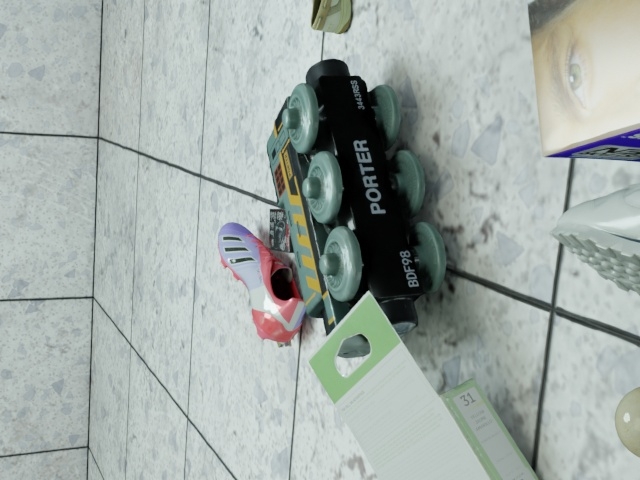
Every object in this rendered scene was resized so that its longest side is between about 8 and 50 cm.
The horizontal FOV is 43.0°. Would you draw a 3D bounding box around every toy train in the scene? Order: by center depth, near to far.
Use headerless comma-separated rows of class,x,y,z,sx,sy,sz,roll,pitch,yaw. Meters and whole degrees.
toy train,0.029,-0.034,0.915,0.190,0.142,0.333,125,135,-58

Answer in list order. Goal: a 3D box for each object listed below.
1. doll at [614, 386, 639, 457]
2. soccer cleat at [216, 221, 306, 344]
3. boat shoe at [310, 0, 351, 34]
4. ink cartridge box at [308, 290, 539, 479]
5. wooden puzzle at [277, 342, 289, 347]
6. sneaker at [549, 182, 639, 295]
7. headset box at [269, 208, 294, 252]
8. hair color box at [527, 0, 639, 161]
doll,0.236,0.092,0.435,0.046,0.189,0.129,-9,82,63
soccer cleat,-0.084,0.045,1.216,0.095,0.083,0.248,-54,42,27
boat shoe,0.007,-0.343,1.048,0.056,0.048,0.153,-9,83,63
ink cartridge box,0.093,0.177,0.805,0.235,0.056,0.171,60,144,19
wooden puzzle,-0.061,0.130,1.237,0.049,0.006,0.083,-65,36,41
sneaker,0.249,-0.013,0.548,0.094,0.090,0.235,-62,18,-7
headset box,-0.045,-0.014,1.174,0.083,0.032,0.062,6,96,63
hair color box,0.268,-0.167,0.464,0.339,0.110,0.185,164,103,-64
